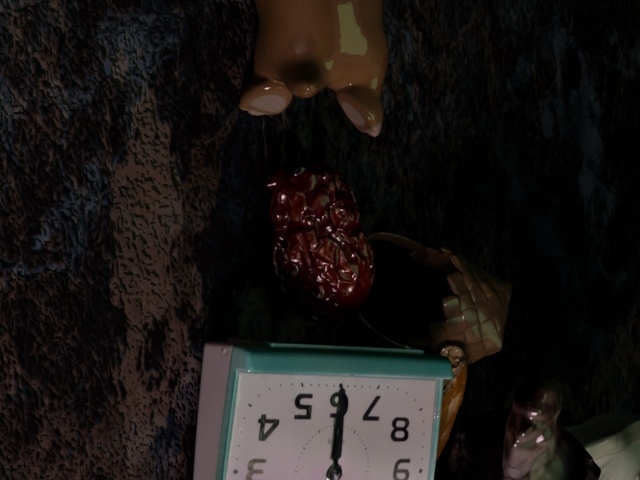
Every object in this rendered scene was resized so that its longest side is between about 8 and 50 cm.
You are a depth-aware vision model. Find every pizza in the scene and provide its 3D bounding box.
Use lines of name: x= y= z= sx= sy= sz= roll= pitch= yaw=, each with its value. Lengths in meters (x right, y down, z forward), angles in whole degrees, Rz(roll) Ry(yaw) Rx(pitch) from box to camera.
pizza: x=0.088 y=0.216 z=1.797 sx=0.127 sy=0.058 sz=0.246 roll=-26 pitch=140 yaw=-59

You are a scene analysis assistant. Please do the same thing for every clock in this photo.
clock: x=-0.010 y=0.209 z=1.649 sx=0.262 sy=0.116 sz=0.231 roll=5 pitch=91 yaw=-38

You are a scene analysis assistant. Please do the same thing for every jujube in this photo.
jujube: x=0.003 y=-0.001 z=1.700 sx=0.104 sy=0.104 sz=0.166 roll=-21 pitch=107 yaw=-53

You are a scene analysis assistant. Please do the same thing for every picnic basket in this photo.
picnic basket: x=0.100 y=0.062 z=1.815 sx=0.178 sy=0.138 sz=0.128 roll=31 pitch=54 yaw=-23

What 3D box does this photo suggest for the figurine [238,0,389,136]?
figurine: x=-0.019 y=-0.241 z=1.595 sx=0.173 sy=0.177 sz=0.247 roll=20 pitch=81 yaw=-73

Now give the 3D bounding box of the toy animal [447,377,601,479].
toy animal: x=0.181 y=0.325 z=1.816 sx=0.303 sy=0.194 sz=0.344 roll=90 pitch=18 yaw=-60

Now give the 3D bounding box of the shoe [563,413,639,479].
shoe: x=0.358 y=0.292 z=2.224 sx=0.265 sy=0.095 sz=0.110 roll=-10 pitch=99 yaw=-57
